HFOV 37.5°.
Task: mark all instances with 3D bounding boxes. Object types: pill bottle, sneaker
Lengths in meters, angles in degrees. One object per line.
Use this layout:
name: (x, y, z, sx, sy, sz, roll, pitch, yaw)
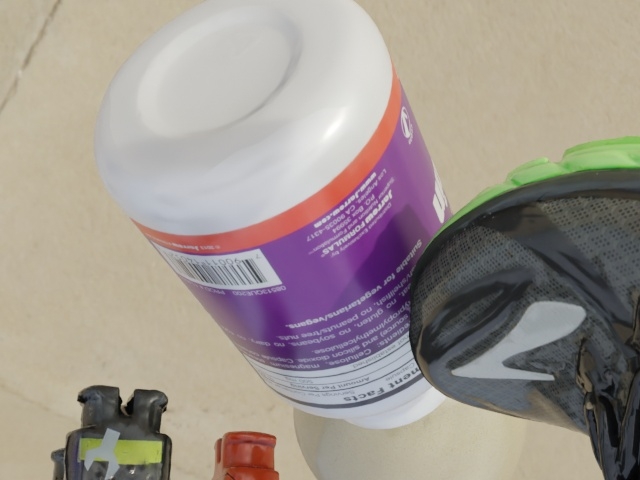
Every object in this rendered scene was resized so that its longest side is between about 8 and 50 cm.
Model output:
pill bottle: (0.000, 0.000, 0.637, 0.181, 0.182, 0.323, -15, 139, 14)
sneaker: (0.192, 0.088, 0.382, 0.482, 0.202, 0.185, 15, 150, 52)

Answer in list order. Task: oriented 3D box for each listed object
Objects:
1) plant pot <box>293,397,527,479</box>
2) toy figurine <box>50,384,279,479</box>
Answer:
plant pot: (0.124, 0.168, 1.092, 0.284, 0.284, 0.191, 10, 143, -6)
toy figurine: (-0.140, 0.188, 0.583, 0.213, 0.148, 0.209, -9, 155, 22)
